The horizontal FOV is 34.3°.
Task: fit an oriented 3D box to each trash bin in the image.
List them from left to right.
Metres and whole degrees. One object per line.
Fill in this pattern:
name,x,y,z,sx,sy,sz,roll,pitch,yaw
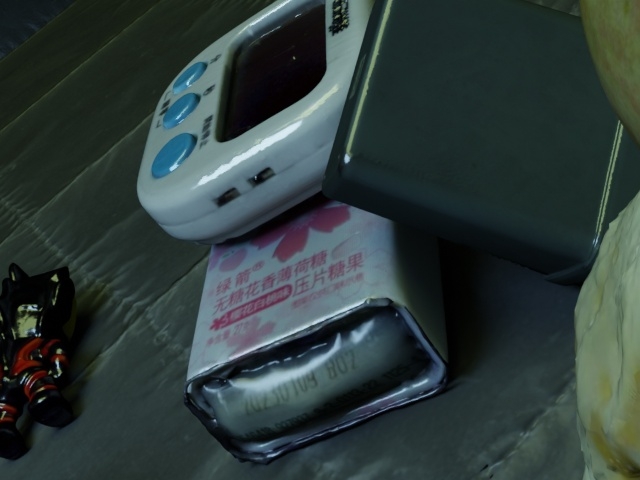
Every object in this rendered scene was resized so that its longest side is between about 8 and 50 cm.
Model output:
trash bin,0.135,-0.074,0.714,0.101,0.236,0.177,138,148,-77

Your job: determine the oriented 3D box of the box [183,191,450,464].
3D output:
box,0.000,0.000,0.870,0.190,0.112,0.370,-26,30,19

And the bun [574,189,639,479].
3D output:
bun,0.189,0.093,0.351,0.146,0.287,0.287,-42,29,-15

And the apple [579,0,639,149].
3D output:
apple,0.247,-0.108,0.449,0.257,0.257,0.234,-24,59,20

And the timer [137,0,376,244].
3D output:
timer,-0.039,-0.112,0.876,0.237,0.087,0.262,-27,32,19

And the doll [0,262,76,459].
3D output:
doll,-0.303,0.112,1.068,0.127,0.088,0.249,-17,37,-9
